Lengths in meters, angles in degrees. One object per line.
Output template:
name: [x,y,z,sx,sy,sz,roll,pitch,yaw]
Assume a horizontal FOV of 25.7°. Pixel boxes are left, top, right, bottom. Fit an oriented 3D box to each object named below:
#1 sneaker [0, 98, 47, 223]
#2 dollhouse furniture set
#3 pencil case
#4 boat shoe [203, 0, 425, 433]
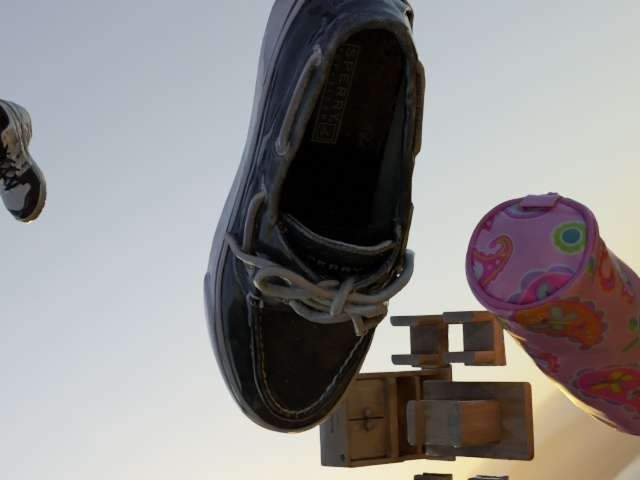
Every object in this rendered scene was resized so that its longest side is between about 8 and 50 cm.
sneaker: [-0.192,-0.049,0.856,0.032,0.083,0.037,-26,-24,16]
dollhouse furniture set: [0.136,0.180,1.428,0.161,0.212,0.242,2,-5,-40]
pencil case: [0.231,0.067,1.209,0.124,0.124,0.284,-44,-43,4]
boat shoe: [0.004,0.000,0.804,0.105,0.113,0.306,-110,31,-58]
